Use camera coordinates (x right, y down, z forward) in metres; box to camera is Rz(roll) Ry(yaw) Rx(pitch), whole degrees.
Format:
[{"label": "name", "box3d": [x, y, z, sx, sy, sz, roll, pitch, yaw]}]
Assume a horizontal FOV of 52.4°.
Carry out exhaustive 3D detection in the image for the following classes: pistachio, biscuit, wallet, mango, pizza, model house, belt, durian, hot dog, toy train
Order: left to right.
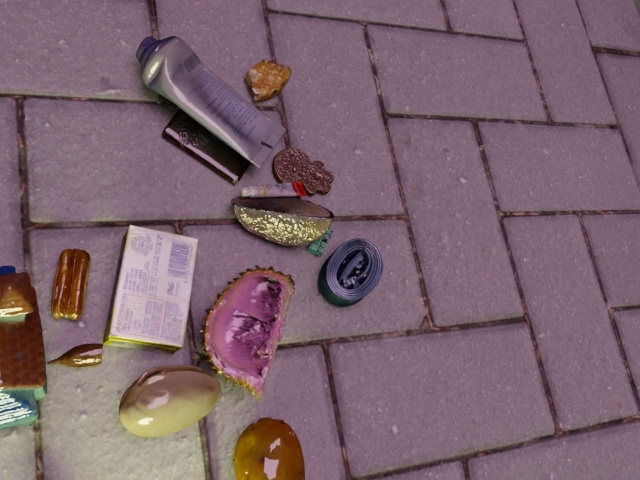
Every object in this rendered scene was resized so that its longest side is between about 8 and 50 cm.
[{"label": "model house", "box3d": [-0.630, 0.191, 1.196, 0.251, 0.329, 0.295, -4, 71, -29]}, {"label": "hot dog", "box3d": [-0.548, 0.092, 1.431, 0.071, 0.045, 0.165, 8, 67, -19]}, {"label": "pistachio", "box3d": [-0.324, 0.338, 1.397, 0.223, 0.126, 0.152, -16, 112, -33]}, {"label": "wallet", "box3d": [-0.286, -0.253, 1.690, 0.232, 0.031, 0.122, 34, 62, -8]}, {"label": "durian", "box3d": [-0.181, 0.199, 1.525, 0.191, 0.112, 0.341, 19, 55, -7]}, {"label": "pizza", "box3d": [-0.151, -0.450, 1.823, 0.099, 0.036, 0.160, 44, 59, -4]}, {"label": "mango", "box3d": [-0.115, 0.515, 1.420, 0.156, 0.151, 0.249, -1, 75, 8]}, {"label": "biscuit", "box3d": [-0.050, -0.182, 1.771, 0.175, 0.026, 0.124, 24, 66, -14]}, {"label": "toy train", "box3d": [0.000, 0.000, 1.725, 0.045, 0.029, 0.092, 21, 58, 2]}, {"label": "belt", "box3d": [0.080, 0.083, 1.697, 0.141, 0.082, 0.190, 40, 61, -2]}]

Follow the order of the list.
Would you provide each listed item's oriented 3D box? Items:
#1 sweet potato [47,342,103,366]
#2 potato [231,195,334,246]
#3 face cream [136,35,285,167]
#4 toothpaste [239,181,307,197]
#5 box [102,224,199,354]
[{"label": "sweet potato", "box3d": [-0.521, 0.250, 1.388, 0.117, 0.049, 0.049, -9, 74, -16]}, {"label": "potato", "box3d": [-0.100, -0.051, 1.678, 0.261, 0.100, 0.120, 8, 22, -3]}, {"label": "face cream", "box3d": [-0.285, -0.371, 1.678, 0.420, 0.137, 0.235, 37, 34, -10]}, {"label": "toothpaste", "box3d": [-0.121, -0.129, 1.681, 0.190, 0.031, 0.048, -7, 58, -34]}, {"label": "box", "box3d": [-0.381, 0.111, 1.469, 0.168, 0.097, 0.265, 11, 66, -20]}]
